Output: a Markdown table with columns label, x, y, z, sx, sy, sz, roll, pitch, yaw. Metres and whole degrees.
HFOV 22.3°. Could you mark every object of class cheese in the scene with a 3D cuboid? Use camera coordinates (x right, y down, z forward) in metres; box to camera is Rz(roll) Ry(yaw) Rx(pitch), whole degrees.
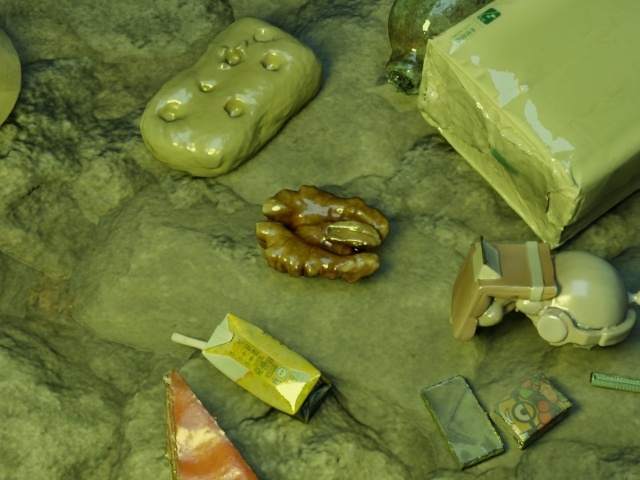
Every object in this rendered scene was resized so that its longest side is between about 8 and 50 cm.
| label | x | y | z | sx | sy | sz | roll | pitch | yaw |
| --- | --- | --- | --- | --- | --- | --- | --- | --- | --- |
| cheese | -0.125 | -0.195 | 2.213 | 0.159 | 0.093 | 0.263 | 31 | 62 | 21 |

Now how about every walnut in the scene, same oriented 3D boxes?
| label | x | y | z | sx | sy | sz | roll | pitch | yaw |
| --- | --- | --- | --- | --- | --- | --- | --- | --- | --- |
| walnut | 0.000 | 0.000 | 2.094 | 0.170 | 0.069 | 0.143 | 14 | 56 | 8 |

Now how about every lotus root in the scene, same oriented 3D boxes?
| label | x | y | z | sx | sy | sz | roll | pitch | yaw |
| --- | --- | --- | --- | --- | --- | --- | --- | --- | --- |
| lotus root | 0.209 | -0.339 | 2.267 | 0.175 | 0.175 | 0.349 | 38 | 63 | 23 |

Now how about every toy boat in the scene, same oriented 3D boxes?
| label | x | y | z | sx | sy | sz | roll | pitch | yaw |
| --- | --- | --- | --- | --- | --- | --- | --- | --- | --- |
| toy boat | 0.172 | 0.221 | 1.974 | 0.063 | 0.016 | 0.115 | -20 | 57 | -12 |

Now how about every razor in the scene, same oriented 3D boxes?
| label | x | y | z | sx | sy | sz | roll | pitch | yaw |
| --- | --- | --- | --- | --- | --- | --- | --- | --- | --- |
| razor | 0.437 | 0.183 | 1.993 | 0.211 | 0.036 | 0.084 | 3 | 32 | 10 |

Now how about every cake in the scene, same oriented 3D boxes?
| label | x | y | z | sx | sy | sz | roll | pitch | yaw |
| --- | --- | --- | --- | --- | --- | --- | --- | --- | --- |
| cake | -0.124 | 0.272 | 1.894 | 0.135 | 0.098 | 0.287 | -18 | 63 | -4 |

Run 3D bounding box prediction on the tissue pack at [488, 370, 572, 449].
| label | x | y | z | sx | sy | sz | roll | pitch | yaw |
| --- | --- | --- | --- | --- | --- | --- | --- | --- | --- |
| tissue pack | 0.256 | 0.207 | 1.972 | 0.083 | 0.035 | 0.063 | -31 | 61 | -21 |

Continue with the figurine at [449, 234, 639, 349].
| label | x | y | z | sx | sy | sz | roll | pitch | yaw |
| --- | --- | --- | --- | --- | --- | --- | --- | --- | --- |
| figurine | 0.284 | 0.077 | 2.009 | 0.236 | 0.141 | 0.162 | 7 | 33 | -7 |

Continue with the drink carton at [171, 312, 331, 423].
| label | x | y | z | sx | sy | sz | roll | pitch | yaw |
| --- | --- | --- | --- | --- | --- | --- | --- | --- | --- |
| drink carton | -0.087 | 0.143 | 1.991 | 0.200 | 0.084 | 0.074 | 33 | 85 | 19 |

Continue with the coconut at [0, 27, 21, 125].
| label | x | y | z | sx | sy | sz | roll | pitch | yaw |
| --- | --- | --- | --- | --- | --- | --- | --- | --- | --- |
| coconut | -0.522 | -0.222 | 2.167 | 0.241 | 0.241 | 0.241 | 0 | 56 | 0 |

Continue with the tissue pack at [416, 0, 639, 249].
| label | x | y | z | sx | sy | sz | roll | pitch | yaw |
| --- | --- | --- | --- | --- | --- | --- | --- | --- | --- |
| tissue pack | 0.359 | -0.215 | 2.144 | 0.380 | 0.207 | 0.297 | -36 | 69 | -21 |
